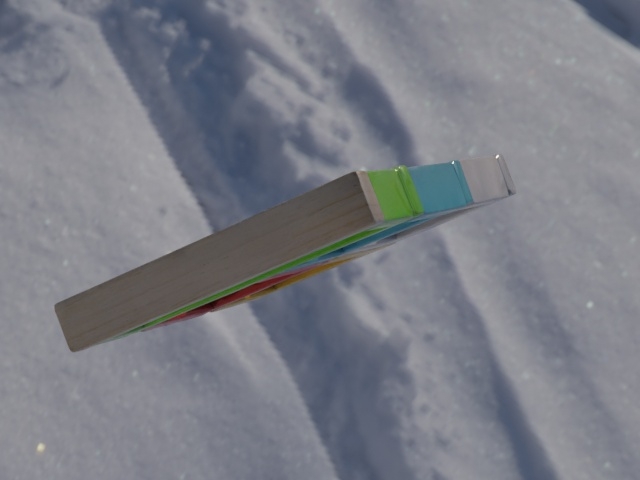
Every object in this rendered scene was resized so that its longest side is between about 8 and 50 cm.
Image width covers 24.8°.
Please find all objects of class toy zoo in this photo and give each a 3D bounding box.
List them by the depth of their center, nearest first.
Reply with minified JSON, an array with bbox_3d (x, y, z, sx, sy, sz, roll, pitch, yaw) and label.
[{"bbox_3d":[0.000,0.000,0.865,0.293,0.192,0.030,-12,80,-67],"label":"toy zoo"}]
